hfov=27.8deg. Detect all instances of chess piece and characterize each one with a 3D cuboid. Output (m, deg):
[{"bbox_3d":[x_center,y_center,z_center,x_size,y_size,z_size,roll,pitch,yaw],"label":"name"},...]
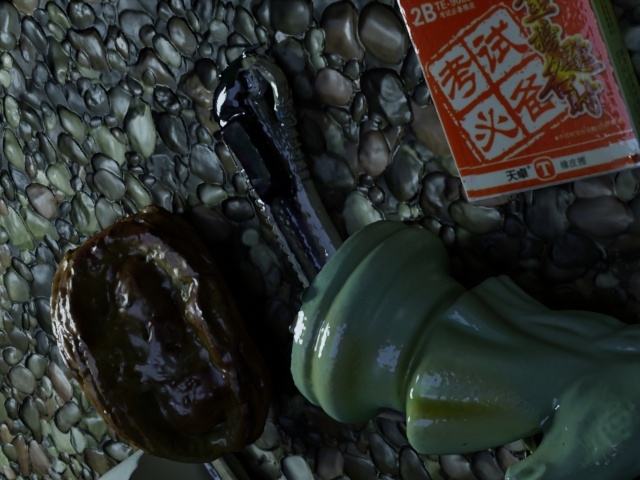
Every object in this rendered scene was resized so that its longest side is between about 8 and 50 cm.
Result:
[{"bbox_3d":[0.139,0.108,0.998,0.298,0.176,0.175,23,123,27],"label":"chess piece"}]

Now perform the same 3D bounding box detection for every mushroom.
[{"bbox_3d":[-0.118,0.206,1.331,0.187,0.060,0.061,48,127,4],"label":"mushroom"}]

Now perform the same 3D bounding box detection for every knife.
[{"bbox_3d":[-0.004,0.002,1.149,0.089,0.043,0.365,-21,97,44],"label":"knife"}]

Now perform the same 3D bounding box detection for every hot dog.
[{"bbox_3d":[-0.151,0.099,1.246,0.175,0.114,0.259,-31,88,5],"label":"hot dog"}]

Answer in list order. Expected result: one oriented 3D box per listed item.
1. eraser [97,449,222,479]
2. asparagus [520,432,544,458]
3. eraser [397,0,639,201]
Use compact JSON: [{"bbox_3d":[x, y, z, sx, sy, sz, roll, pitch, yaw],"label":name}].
[{"bbox_3d":[-0.137,0.414,1.336,0.331,0.331,0.150,53,134,6],"label":"eraser"},{"bbox_3d":[0.268,0.305,1.033,0.382,0.108,0.128,46,137,14],"label":"asparagus"},{"bbox_3d":[0.143,-0.152,0.960,0.157,0.038,0.230,-12,104,42],"label":"eraser"}]
